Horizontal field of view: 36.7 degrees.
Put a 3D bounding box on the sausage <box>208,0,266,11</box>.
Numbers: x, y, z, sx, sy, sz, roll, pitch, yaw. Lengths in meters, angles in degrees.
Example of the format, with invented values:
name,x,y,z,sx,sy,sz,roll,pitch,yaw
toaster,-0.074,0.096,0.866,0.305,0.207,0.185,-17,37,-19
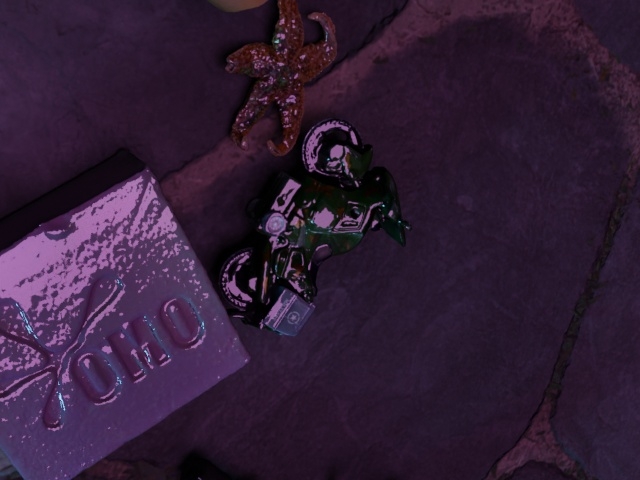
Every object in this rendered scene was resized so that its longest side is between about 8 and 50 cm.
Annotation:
name,x,y,z,sx,sy,sz,roll,pitch,yaw
sausage,-0.149,-0.368,0.956,0.121,0.121,0.304,-46,123,-6

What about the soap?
name,x,y,z,sx,sy,sz,roll,pitch,yaw
soap,-0.266,0.090,1.075,0.296,0.107,0.285,-34,118,-14

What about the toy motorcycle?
name,x,y,z,sx,sy,sz,roll,pitch,yaw
toy motorcycle,0.000,0.000,1.178,0.187,0.125,0.275,34,93,-24

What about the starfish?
name,x,y,z,sx,sy,sz,roll,pitch,yaw
starfish,-0.050,-0.205,1.124,0.150,0.053,0.210,-7,107,-39

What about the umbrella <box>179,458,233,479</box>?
name,x,y,z,sx,sy,sz,roll,pitch,yaw
umbrella,-0.076,0.395,1.296,0.094,0.090,0.326,-46,122,-3
